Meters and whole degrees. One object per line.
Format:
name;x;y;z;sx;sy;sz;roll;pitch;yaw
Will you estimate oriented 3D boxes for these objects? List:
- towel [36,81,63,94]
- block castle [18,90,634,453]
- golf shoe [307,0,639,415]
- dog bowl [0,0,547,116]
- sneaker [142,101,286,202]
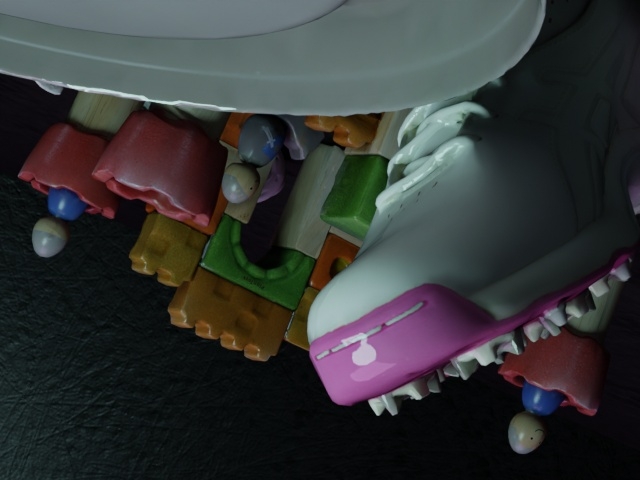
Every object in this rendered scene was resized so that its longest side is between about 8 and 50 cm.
towel;-0.284;-0.210;0.643;0.317;0.053;0.332;29;-170;-36
block castle;0.000;0.000;1.024;0.453;0.213;0.303;27;171;-26
golf shoe;0.069;-0.039;0.501;0.115;0.306;0.140;-31;92;37
dog bowl;-0.099;-0.138;0.357;0.349;0.102;0.349;11;171;2
sneaker;-0.142;-0.085;1.285;0.232;0.090;0.115;22;175;10
